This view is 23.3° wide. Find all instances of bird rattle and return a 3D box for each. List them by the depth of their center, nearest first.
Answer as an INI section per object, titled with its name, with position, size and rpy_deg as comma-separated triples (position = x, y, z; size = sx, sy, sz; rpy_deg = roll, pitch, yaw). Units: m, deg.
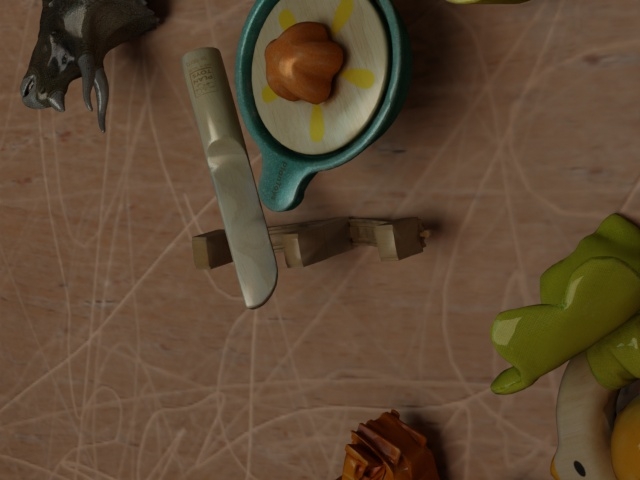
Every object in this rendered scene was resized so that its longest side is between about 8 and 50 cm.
[bird rattle]
position = 0.226, 0.098, 0.893
size = 0.254, 0.143, 0.206
rpy_deg = 23, 129, 20

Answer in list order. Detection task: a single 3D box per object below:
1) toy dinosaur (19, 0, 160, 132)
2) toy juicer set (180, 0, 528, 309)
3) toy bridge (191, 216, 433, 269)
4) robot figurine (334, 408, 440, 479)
[toy dinosaur]
position = -0.169, -0.255, 1.132
size = 0.160, 0.121, 0.313
rpy_deg = 24, 113, 21
[toy juicer set]
position = -0.017, -0.136, 0.993
size = 0.329, 0.089, 0.209
rpy_deg = -48, 60, 28
[toy bridge]
position = 0.000, 0.000, 1.068
size = 0.188, 0.063, 0.026
rpy_deg = -3, 100, 39
[robot figurine]
position = 0.055, 0.277, 1.082
size = 0.211, 0.085, 0.291
rpy_deg = 29, 119, 33
